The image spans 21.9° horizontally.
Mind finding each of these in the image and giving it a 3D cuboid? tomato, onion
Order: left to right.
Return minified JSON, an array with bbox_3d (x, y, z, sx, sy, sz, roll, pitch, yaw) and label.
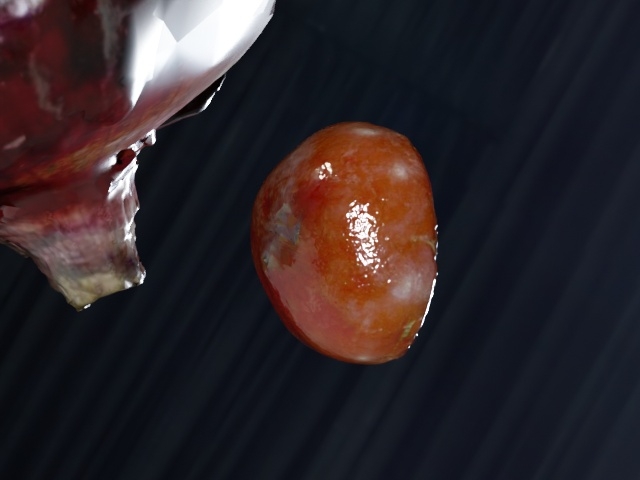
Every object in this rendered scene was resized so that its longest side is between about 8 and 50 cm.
[{"bbox_3d":[-0.111,-0.079,0.567,0.219,0.252,0.252,62,-3,-12],"label":"onion"},{"bbox_3d":[0.000,0.000,1.015,0.069,0.155,0.155,1,21,-36],"label":"tomato"}]
